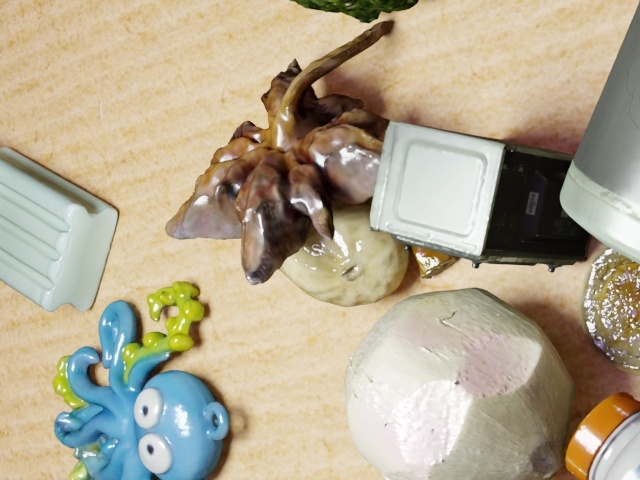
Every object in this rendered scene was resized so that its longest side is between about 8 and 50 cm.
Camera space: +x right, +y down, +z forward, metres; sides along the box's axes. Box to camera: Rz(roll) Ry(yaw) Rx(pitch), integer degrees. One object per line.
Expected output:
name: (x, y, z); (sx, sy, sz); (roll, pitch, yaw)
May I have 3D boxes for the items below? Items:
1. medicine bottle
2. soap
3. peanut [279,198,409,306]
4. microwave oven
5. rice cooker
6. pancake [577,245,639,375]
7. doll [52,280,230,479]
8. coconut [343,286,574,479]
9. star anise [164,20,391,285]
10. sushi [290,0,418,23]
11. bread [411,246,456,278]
medicine bottle: (0.364, 0.260, 1.331); (0.288, 0.157, 0.157); (39, 112, 34)
soap: (-0.416, -0.021, 2.048); (0.265, 0.087, 0.160); (27, 106, 38)
peanut: (0.000, 0.000, 1.671); (0.224, 0.129, 0.129); (24, 104, 41)
microwave oven: (0.173, -0.041, 1.475); (0.163, 0.205, 0.129); (18, 100, 40)
rice cooker: (0.371, -0.075, 1.264); (0.288, 0.288, 0.277); (30, 106, 37)
pancake: (0.325, 0.063, 1.458); (0.151, 0.025, 0.152); (-1, 89, 41)
doll: (-0.240, 0.236, 1.882); (0.341, 0.098, 0.346); (-12, 78, 37)
coconut: (0.148, 0.174, 1.474); (0.230, 0.227, 0.227); (39, 112, 43)
star anise: (-0.028, -0.102, 1.613); (0.349, 0.109, 0.292); (-34, 51, 0)
sushi: (0.059, -0.419, 1.605); (0.294, 0.178, 0.352); (27, 102, 35)
bread: (0.119, -0.003, 1.629); (0.047, 0.036, 0.083); (-31, 71, 32)
